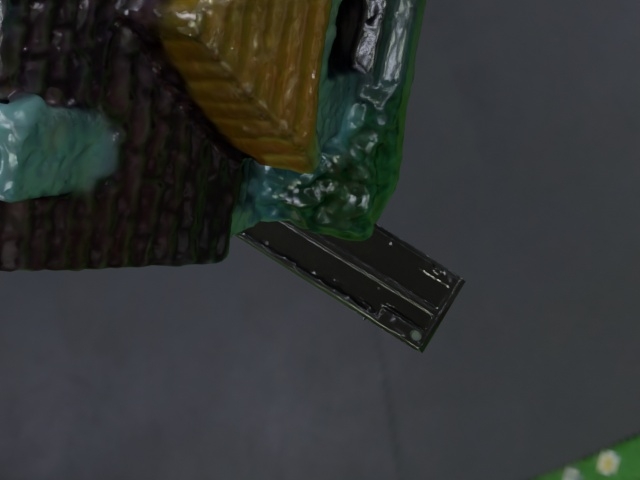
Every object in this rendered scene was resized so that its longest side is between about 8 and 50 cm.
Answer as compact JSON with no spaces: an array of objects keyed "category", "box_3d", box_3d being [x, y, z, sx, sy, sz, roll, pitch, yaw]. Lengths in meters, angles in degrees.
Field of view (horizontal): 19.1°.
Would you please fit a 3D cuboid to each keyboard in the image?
[{"category":"keyboard","box_3d":[0.000,0.000,1.290,0.198,0.010,0.064,33,107,8]}]

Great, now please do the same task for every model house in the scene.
[{"category":"model house","box_3d":[-0.083,-0.128,0.950,0.230,0.249,0.281,10,101,15]}]
